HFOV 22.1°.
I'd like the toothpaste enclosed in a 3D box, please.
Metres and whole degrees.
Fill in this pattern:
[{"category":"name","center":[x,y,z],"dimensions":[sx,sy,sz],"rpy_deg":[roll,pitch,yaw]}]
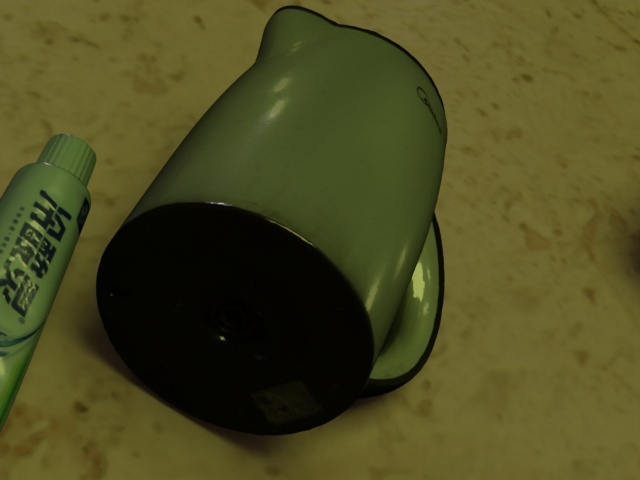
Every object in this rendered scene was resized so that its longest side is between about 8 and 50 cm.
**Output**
[{"category":"toothpaste","center":[-0.183,0.051,0.889],"dimensions":[0.075,0.048,0.297],"rpy_deg":[30,46,-13]}]

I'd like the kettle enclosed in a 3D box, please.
[{"category":"kettle","center":[0.000,0.000,0.990],"dimensions":[0.221,0.161,0.236],"rpy_deg":[55,34,-23]}]
